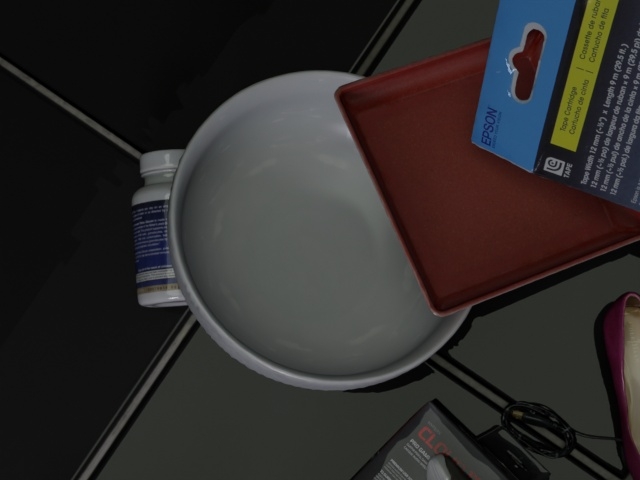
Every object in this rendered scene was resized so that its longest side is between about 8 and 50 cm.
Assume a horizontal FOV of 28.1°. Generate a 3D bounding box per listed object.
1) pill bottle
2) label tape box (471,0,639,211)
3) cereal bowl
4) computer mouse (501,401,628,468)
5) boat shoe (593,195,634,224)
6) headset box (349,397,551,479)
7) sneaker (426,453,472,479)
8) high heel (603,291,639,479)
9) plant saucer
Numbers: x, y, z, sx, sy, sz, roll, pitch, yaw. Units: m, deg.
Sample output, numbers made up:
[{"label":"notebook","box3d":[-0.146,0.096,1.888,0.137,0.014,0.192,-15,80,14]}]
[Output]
[{"label":"pill bottle","box3d":[-0.163,-0.013,1.432,0.094,0.094,0.169,-6,84,7]},{"label":"label tape box","box3d":[0.335,-0.146,1.193,0.348,0.249,0.115,23,46,17]},{"label":"cereal bowl","box3d":[0.000,0.000,1.361,0.339,0.141,0.338,4,71,-11]},{"label":"computer mouse","box3d":[0.315,0.212,1.372,0.242,0.041,0.071,7,86,9]},{"label":"boat shoe","box3d":[0.436,-0.011,1.345,0.342,0.123,0.123,14,94,13]},{"label":"headset box","box3d":[0.114,0.324,1.352,0.293,0.110,0.218,-45,80,1]},{"label":"sneaker","box3d":[0.166,0.275,1.274,0.065,0.061,0.158,-30,80,-24]},{"label":"high heel","box3d":[0.346,0.173,1.301,0.082,0.117,0.244,-10,65,7]},{"label":"plant saucer","box3d":[0.173,-0.074,1.319,0.259,0.048,0.258,-20,77,-17]}]
